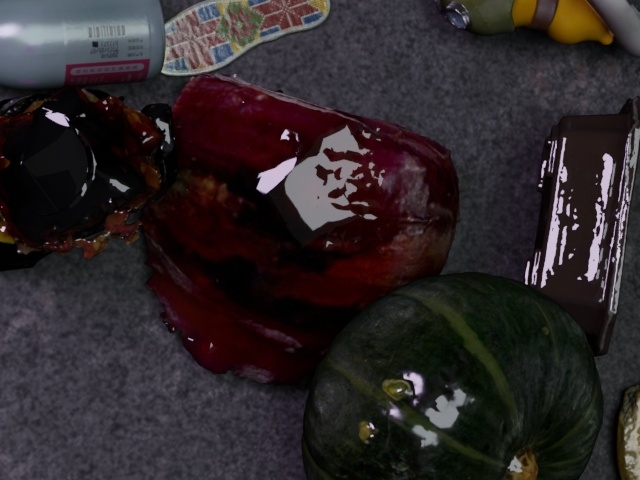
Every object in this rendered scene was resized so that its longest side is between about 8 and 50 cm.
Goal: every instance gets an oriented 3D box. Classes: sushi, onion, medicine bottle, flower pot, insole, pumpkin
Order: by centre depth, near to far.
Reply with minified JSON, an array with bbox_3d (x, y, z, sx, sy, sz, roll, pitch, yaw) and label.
[{"bbox_3d":[-0.213,-0.058,1.209,0.172,0.150,0.153,-7,90,1],"label":"sushi"},{"bbox_3d":[-0.250,-0.178,1.260,0.216,0.090,0.090,-6,90,-19],"label":"medicine bottle"},{"bbox_3d":[0.113,0.164,1.293,0.300,0.207,0.300,-24,132,-29],"label":"pumpkin"},{"bbox_3d":[0.000,0.000,1.317,0.314,0.146,0.280,14,84,-22],"label":"onion"},{"bbox_3d":[-0.076,-0.205,1.369,0.193,0.006,0.065,-22,95,-19],"label":"insole"},{"bbox_3d":[0.251,-0.015,1.409,0.084,0.179,0.251,8,84,5],"label":"flower pot"}]

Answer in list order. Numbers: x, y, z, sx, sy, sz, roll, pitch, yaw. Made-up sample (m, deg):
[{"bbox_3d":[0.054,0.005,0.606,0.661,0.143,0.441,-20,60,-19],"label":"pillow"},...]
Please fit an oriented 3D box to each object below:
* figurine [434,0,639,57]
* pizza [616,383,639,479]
[{"bbox_3d":[0.214,-0.228,1.420,0.141,0.166,0.250,-44,117,7],"label":"figurine"},{"bbox_3d":[0.407,0.189,1.511,0.181,0.034,0.262,45,75,-13],"label":"pizza"}]
